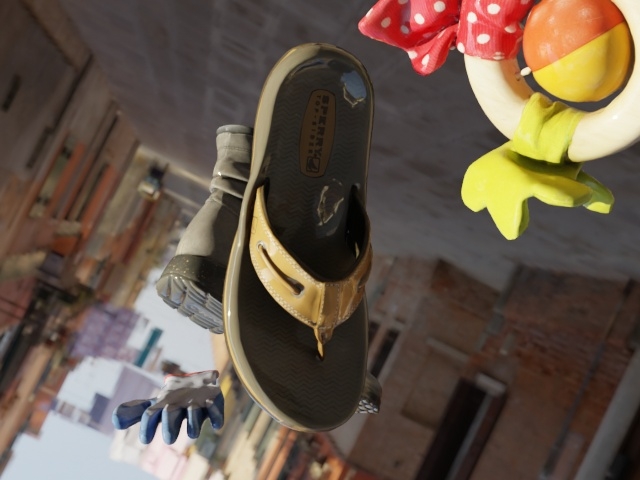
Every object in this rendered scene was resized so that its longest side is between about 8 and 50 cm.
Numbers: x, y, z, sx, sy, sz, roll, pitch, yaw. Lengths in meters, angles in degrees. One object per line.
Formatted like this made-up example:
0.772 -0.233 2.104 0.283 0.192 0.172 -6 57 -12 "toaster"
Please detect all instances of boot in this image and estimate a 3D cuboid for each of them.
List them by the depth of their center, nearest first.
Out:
-0.014 0.037 1.235 0.118 0.223 0.338 -4 144 40 "boot"

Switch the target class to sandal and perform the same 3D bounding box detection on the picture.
0.000 0.000 0.615 0.090 0.219 0.060 7 -177 -22 "sandal"

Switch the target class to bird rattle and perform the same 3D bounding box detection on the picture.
0.165 -0.139 0.818 0.207 0.253 0.143 -25 173 39 "bird rattle"

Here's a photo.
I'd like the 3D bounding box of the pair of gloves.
-0.063 0.119 0.879 0.198 0.023 0.159 -7 -171 -1 "pair of gloves"
